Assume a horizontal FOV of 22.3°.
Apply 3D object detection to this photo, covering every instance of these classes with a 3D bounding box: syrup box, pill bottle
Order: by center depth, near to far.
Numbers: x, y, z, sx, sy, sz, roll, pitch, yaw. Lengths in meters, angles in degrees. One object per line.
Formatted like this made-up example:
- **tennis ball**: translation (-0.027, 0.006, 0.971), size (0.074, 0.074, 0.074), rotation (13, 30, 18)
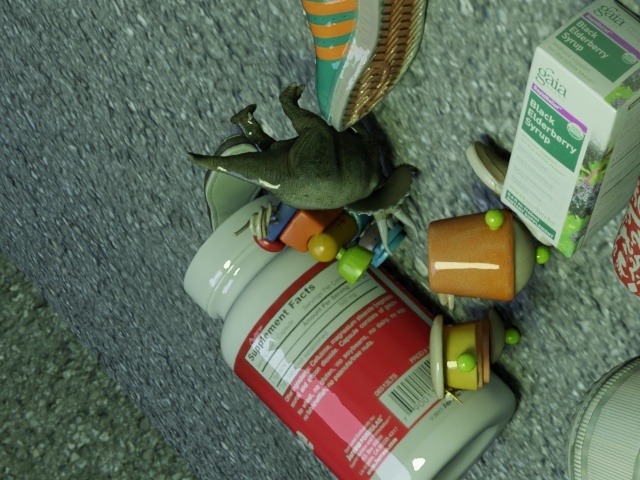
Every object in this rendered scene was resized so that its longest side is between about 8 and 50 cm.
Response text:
- **syrup box**: translation (0.238, -0.099, 1.453), size (0.093, 0.096, 0.237), rotation (42, 156, 21)
- **pill bottle**: translation (0.026, 0.139, 2.018), size (0.408, 0.229, 0.229), rotation (44, 156, 17)

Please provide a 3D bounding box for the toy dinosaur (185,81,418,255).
- **toy dinosaur**: translation (-0.002, -0.089, 1.780), size (0.121, 0.313, 0.160), rotation (-45, 61, 28)

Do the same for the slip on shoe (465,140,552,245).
- **slip on shoe**: translation (0.204, -0.056, 1.651), size (0.041, 0.051, 0.135), rotation (-48, 69, 27)

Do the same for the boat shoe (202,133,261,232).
- **boat shoe**: translation (-0.121, -0.077, 2.158), size (0.228, 0.081, 0.068), rotation (100, 156, -58)

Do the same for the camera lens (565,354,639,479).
- **camera lens**: translation (0.357, 0.211, 1.475), size (0.219, 0.219, 0.274), rotation (54, 173, -6)

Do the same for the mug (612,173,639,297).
- **mug**: translation (0.314, -0.002, 1.409), size (0.113, 0.150, 0.169), rotation (8, 155, 0)

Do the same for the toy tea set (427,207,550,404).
- **toy tea set**: translation (0.185, 0.073, 1.754), size (0.336, 0.124, 0.200), rotation (30, -121, -83)

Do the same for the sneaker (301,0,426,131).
- **sneaker**: translation (0.032, -0.239, 1.622), size (0.121, 0.108, 0.302), rotation (43, 147, 20)

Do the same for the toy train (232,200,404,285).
- **toy train**: translation (0.000, 0.000, 1.879), size (0.143, 0.248, 0.105), rotation (39, 120, 4)
